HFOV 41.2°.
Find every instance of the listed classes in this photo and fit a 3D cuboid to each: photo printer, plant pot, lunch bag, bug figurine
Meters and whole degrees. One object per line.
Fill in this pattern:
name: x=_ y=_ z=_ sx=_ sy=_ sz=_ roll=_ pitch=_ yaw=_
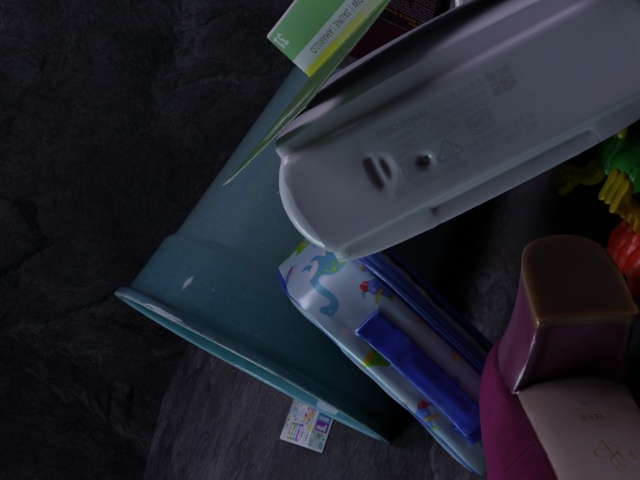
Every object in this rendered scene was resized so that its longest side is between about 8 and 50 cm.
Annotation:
photo printer: x=0.097 y=-0.111 z=0.658 sx=0.256 sy=0.107 sz=0.307 roll=-27 pitch=13 yaw=10
plant pot: x=0.000 y=0.000 z=0.965 sx=0.334 sy=0.341 sz=0.341 roll=-62 pitch=11 yaw=-11
lunch bag: x=0.070 y=0.079 z=0.689 sx=0.090 sy=0.219 sz=0.176 roll=-46 pitch=11 yaw=2
bug figurine: x=0.250 y=-0.090 z=0.575 sx=0.216 sy=0.072 sz=0.279 roll=-79 pitch=11 yaw=-66

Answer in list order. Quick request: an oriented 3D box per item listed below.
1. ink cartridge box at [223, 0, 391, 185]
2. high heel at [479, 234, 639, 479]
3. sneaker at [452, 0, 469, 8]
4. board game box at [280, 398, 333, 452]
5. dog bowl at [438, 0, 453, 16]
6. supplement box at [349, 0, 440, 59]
ink cartridge box: x=0.009 y=-0.156 z=0.581 sx=0.235 sy=0.056 sz=0.171 roll=-51 pitch=9 yaw=-24
high heel: x=0.147 y=0.179 z=0.440 sx=0.377 sy=0.127 sz=0.181 roll=-77 pitch=-14 yaw=-49
sneaker: x=0.242 y=-0.293 z=0.800 sx=0.158 sy=0.182 sz=0.410 roll=-9 pitch=-73 yaw=-54
board game box: x=-0.013 y=0.246 z=1.228 sx=0.154 sy=0.026 sz=0.103 roll=151 pitch=139 yaw=-71
dog bowl: x=0.202 y=-0.291 z=1.080 sx=0.349 sy=0.102 sz=0.348 roll=-157 pitch=90 yaw=-79
supplement box: x=0.095 y=-0.315 z=1.098 sx=0.081 sy=0.104 sz=0.188 roll=128 pitch=160 yaw=-55
